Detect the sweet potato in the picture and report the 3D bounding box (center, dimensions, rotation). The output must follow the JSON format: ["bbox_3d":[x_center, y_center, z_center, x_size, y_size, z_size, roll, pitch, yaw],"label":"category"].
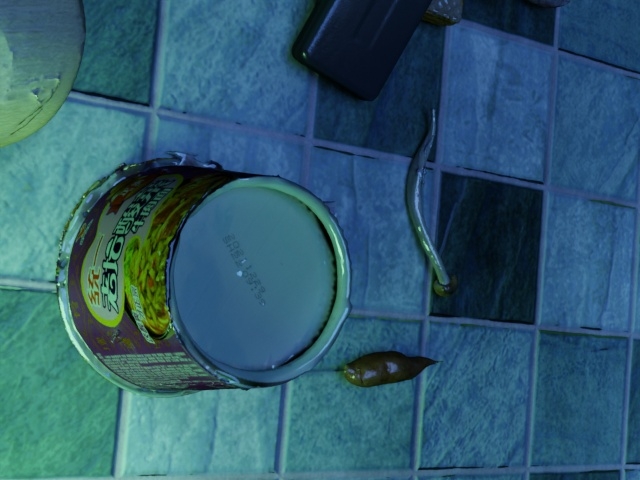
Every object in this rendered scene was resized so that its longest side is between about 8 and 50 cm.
[{"bbox_3d":[0.116,0.199,1.455,0.195,0.056,0.056,2,88,-36],"label":"sweet potato"}]

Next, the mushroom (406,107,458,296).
[{"bbox_3d":[0.176,-0.058,1.506,0.068,0.043,0.306,-13,95,-49],"label":"mushroom"}]

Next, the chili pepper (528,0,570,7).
[{"bbox_3d":[0.368,-0.444,1.627,0.153,0.041,0.050,22,98,-25],"label":"chili pepper"}]

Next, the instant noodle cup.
[{"bbox_3d":[-0.136,0.044,1.174,0.340,0.266,0.339,1,88,-31],"label":"instant noodle cup"}]

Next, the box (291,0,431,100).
[{"bbox_3d":[0.072,-0.337,1.390,0.160,0.050,0.230,26,98,-33],"label":"box"}]

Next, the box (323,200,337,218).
[{"bbox_3d":[0.000,0.000,1.392,0.051,0.036,0.117,-8,94,-31],"label":"box"}]

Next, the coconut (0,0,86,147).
[{"bbox_3d":[-0.439,-0.239,0.946,0.360,0.346,0.346,-17,100,-67],"label":"coconut"}]

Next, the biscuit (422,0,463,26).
[{"bbox_3d":[0.068,-0.423,1.432,0.379,0.054,0.094,12,82,-31],"label":"biscuit"}]
